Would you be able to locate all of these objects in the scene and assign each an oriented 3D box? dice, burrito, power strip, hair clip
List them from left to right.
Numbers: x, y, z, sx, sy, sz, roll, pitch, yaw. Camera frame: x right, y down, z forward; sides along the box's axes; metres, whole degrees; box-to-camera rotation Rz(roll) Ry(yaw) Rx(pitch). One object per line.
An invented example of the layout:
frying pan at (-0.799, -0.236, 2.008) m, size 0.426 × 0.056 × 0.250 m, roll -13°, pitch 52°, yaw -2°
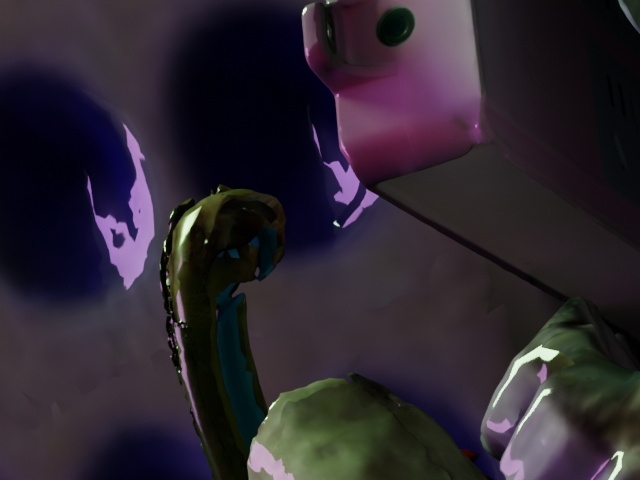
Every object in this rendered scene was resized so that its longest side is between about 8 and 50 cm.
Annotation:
dice at (0.000, 0.000, 0.683) m, size 0.304 × 0.276 × 0.304 m, roll -33°, pitch -72°, yaw -63°
burrito at (0.050, 0.122, 0.329) m, size 0.226 × 0.060 × 0.087 m, roll 57°, pitch 179°, yaw 46°
power strip at (0.080, -0.032, 0.516) m, size 0.279 × 0.037 × 0.109 m, roll 28°, pitch -128°, yaw -55°
hair clip at (0.096, 0.062, 0.412) m, size 0.106 × 0.084 × 0.292 m, roll 42°, pitch 174°, yaw 24°

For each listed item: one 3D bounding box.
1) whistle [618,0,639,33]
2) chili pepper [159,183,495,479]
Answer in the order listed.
whistle at (0.100, -0.104, 0.488) m, size 0.312 × 0.062 × 0.062 m, roll -71°, pitch -26°, yaw -67°
chili pepper at (0.062, 0.161, 0.486) m, size 0.387 × 0.110 × 0.110 m, roll 53°, pitch -160°, yaw -16°
